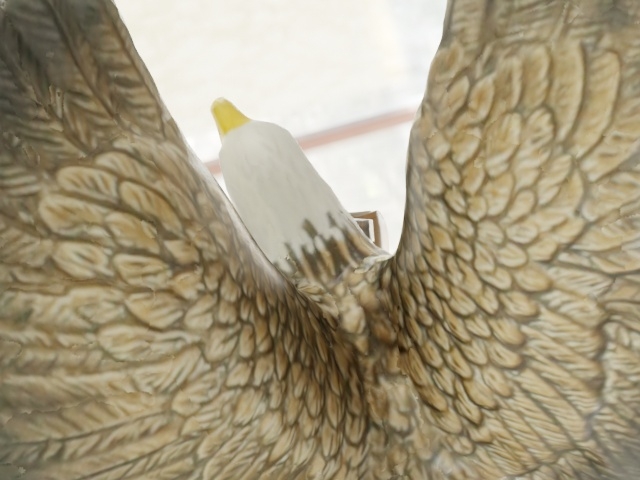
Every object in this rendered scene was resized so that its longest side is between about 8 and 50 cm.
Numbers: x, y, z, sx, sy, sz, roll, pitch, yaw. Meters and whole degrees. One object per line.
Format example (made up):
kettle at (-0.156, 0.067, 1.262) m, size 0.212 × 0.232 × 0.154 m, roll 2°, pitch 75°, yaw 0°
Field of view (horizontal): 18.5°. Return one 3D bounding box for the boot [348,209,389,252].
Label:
boot at (0.000, 0.000, 1.427) m, size 0.118 × 0.087 × 0.042 m, roll 42°, pitch -136°, yaw -74°

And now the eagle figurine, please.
eagle figurine at (0.013, 0.030, 0.612) m, size 0.226 × 0.225 × 0.298 m, roll -58°, pitch -12°, yaw -16°
